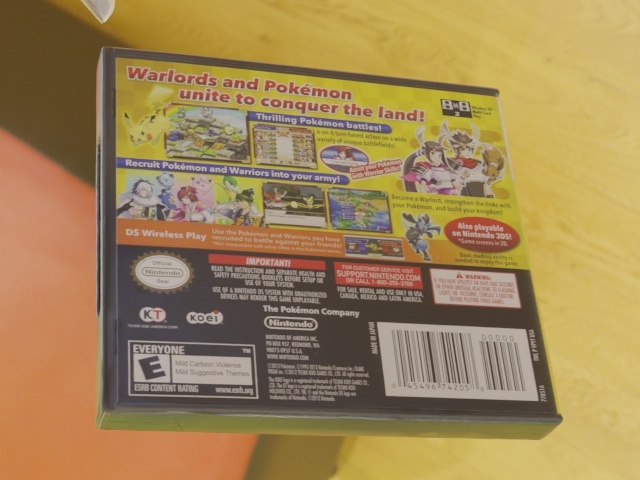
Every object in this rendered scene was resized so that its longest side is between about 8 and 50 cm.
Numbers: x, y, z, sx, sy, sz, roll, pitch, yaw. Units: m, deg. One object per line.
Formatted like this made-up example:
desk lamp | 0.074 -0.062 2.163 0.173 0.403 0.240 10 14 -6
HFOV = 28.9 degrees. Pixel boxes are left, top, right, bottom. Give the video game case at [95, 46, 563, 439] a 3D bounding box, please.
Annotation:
video game case | 0.000 0.000 0.770 0.035 0.275 0.248 119 150 -56

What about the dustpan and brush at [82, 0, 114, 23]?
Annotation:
dustpan and brush | -0.205 -0.268 0.893 0.060 0.147 0.211 -37 52 1
